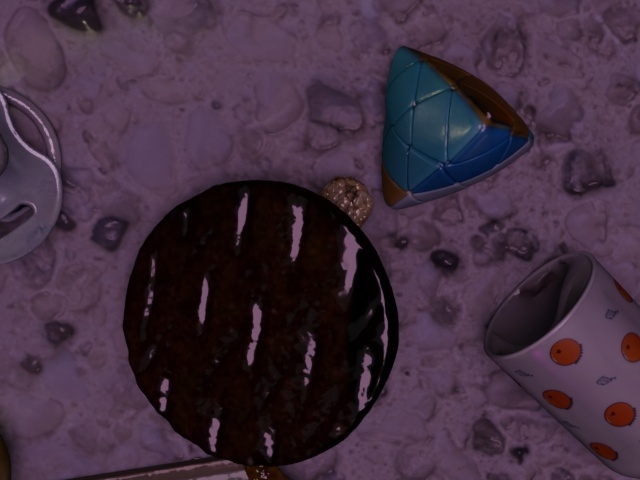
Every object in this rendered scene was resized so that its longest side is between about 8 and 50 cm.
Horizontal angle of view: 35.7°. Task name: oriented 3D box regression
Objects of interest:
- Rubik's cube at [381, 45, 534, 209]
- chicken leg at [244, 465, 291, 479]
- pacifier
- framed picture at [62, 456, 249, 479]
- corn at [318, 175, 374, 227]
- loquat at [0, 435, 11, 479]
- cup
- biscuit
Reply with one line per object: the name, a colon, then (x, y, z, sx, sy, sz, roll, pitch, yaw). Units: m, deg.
Rubik's cube: (0.149, -0.162, 1.448, 0.254, 0.254, 0.254, -1, 98, -7)
chicken leg: (-0.075, 0.373, 1.499, 0.107, 0.087, 0.251, -24, 93, -21)
pacifier: (-0.459, -0.109, 1.340, 0.238, 0.226, 0.287, -35, 102, -20)
framed picture: (-0.278, 0.511, 1.540, 0.446, 0.028, 0.326, -9, 98, -6)
corn: (0.000, 0.000, 1.475, 0.087, 0.087, 0.211, 33, 92, -10)
loquat: (-0.521, 0.334, 1.429, 0.152, 0.152, 0.195, -7, 95, -6)
cup: (0.429, 0.200, 1.489, 0.317, 0.212, 0.212, 44, 91, -11)
biscuit: (-0.086, 0.116, 1.419, 0.407, 0.091, 0.407, 0, 92, 15)
